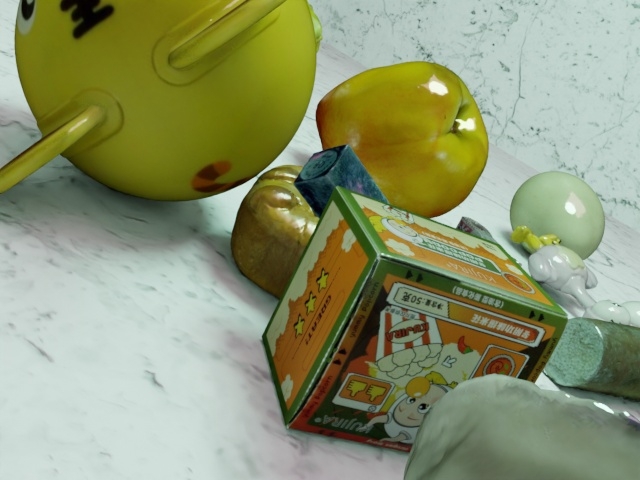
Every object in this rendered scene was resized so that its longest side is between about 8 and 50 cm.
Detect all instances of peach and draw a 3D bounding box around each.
[{"bbox_3d":[0.143,-0.183,1.284,0.307,0.289,0.288,-8,-8,42],"label":"peach"}]

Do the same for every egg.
[{"bbox_3d":[0.507,-0.046,1.503,0.188,0.189,0.254,23,22,-12],"label":"egg"}]

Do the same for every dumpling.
[{"bbox_3d":[0.158,0.194,0.389,0.243,0.227,0.175,32,35,3],"label":"dumpling"}]

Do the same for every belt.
[{"bbox_3d":[0.301,0.020,1.275,0.071,0.053,0.232,23,19,-15],"label":"belt"}]

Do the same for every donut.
[{"bbox_3d":[0.001,0.001,0.837,0.226,0.114,0.227,25,20,-10],"label":"donut"}]

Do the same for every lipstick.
[{"bbox_3d":[0.085,0.036,0.735,0.312,0.051,0.051,52,49,-27],"label":"lipstick"}]

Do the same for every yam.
[{"bbox_3d":[0.433,0.172,0.989,0.259,0.106,0.106,15,23,-31],"label":"yam"}]

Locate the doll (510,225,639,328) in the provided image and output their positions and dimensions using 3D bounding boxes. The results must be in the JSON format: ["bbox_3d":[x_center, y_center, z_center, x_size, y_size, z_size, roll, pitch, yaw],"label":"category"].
[{"bbox_3d":[0.473,0.098,1.242,0.160,0.094,0.365,12,23,-29],"label":"doll"}]

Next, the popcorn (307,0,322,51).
[{"bbox_3d":[-0.154,-0.421,1.434,0.312,0.312,0.312,24,20,-9],"label":"popcorn"}]

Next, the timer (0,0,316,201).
[{"bbox_3d":[-0.174,-0.201,0.773,0.376,0.376,0.387,25,22,-7],"label":"timer"}]

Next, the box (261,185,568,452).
[{"bbox_3d":[0.077,0.081,0.636,0.194,0.178,0.148,19,22,-22],"label":"box"}]
